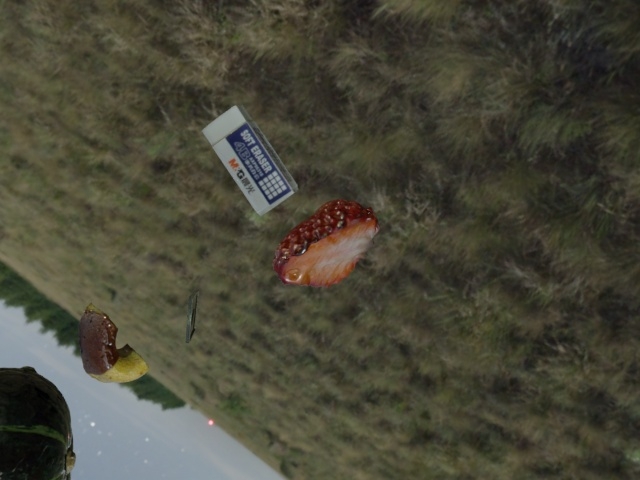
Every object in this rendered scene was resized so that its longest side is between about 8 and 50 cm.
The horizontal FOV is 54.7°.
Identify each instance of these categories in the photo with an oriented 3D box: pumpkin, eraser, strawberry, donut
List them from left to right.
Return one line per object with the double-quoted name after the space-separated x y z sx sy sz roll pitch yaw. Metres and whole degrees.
-0.534 0.372 1.023 0.241 0.324 0.323 6 174 -23 "pumpkin"
-0.649 0.348 1.898 0.112 0.151 0.295 -1 128 46 "donut"
-0.187 -0.215 1.661 0.279 0.124 0.081 56 -164 -5 "eraser"
0.000 0.000 1.710 0.149 0.336 0.265 48 138 30 "strawberry"

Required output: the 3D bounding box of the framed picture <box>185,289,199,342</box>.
-0.428 0.249 2.067 0.015 0.150 0.203 5 -177 -6 "framed picture"
